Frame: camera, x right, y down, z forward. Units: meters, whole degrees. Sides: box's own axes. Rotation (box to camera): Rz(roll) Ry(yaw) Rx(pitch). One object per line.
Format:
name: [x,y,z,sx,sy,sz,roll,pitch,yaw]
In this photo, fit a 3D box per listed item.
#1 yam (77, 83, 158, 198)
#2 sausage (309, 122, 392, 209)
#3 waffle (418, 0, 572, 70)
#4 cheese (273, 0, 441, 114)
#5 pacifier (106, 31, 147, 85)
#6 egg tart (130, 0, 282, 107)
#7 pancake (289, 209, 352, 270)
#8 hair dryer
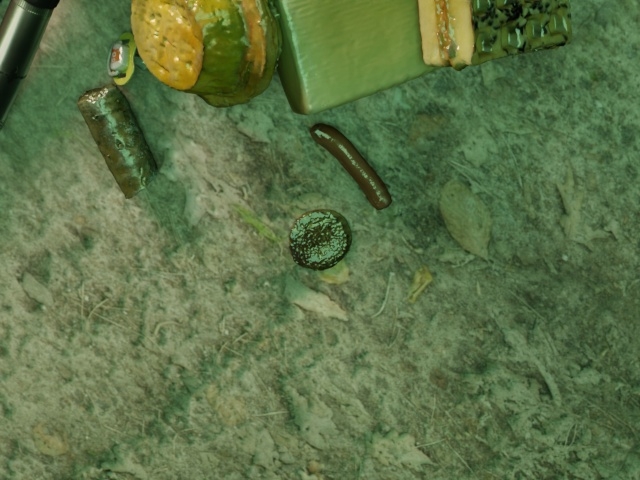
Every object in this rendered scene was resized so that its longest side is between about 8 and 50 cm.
yam: [-0.316,-0.158,1.476,0.078,0.078,0.179,-23,108,2]
sausage: [0.053,-0.125,1.543,0.043,0.043,0.186,-40,108,7]
waffle: [0.245,-0.448,1.352,0.261,0.114,0.376,-19,109,-38]
cheese: [0.051,-0.339,1.392,0.265,0.124,0.242,-22,108,-18]
pacifier: [-0.297,-0.280,1.457,0.064,0.068,0.083,7,86,-42]
egg tart: [-0.185,-0.311,1.348,0.118,0.288,0.288,-33,113,-36]
pancake: [0.000,0.000,1.593,0.115,0.011,0.115,-2,108,-5]
hair dryer: [-0.496,-0.311,1.322,0.156,0.284,0.320,44,106,26]
